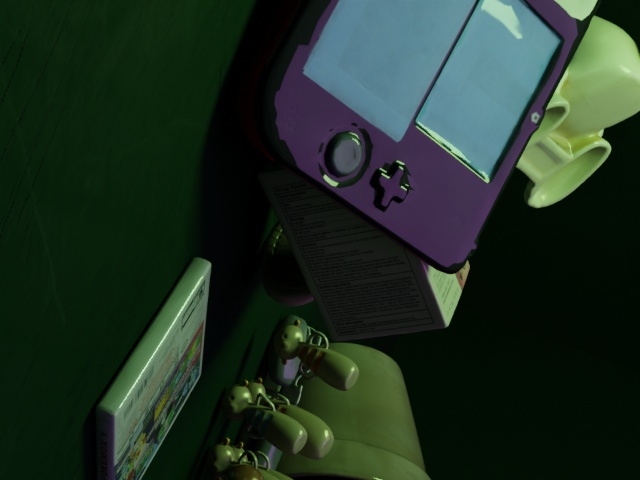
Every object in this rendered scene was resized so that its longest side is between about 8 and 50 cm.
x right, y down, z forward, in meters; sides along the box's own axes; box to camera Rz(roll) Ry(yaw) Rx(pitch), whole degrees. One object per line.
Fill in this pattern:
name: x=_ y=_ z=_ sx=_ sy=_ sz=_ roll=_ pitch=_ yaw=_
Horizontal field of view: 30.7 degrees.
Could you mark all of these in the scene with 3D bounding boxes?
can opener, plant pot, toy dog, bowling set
can opener: x=-0.083 y=0.245 z=1.703 sx=0.095 sy=0.076 sz=0.283 roll=35 pitch=74 yaw=-47
plant pot: x=0.032 y=0.330 z=1.886 sx=0.323 sy=0.323 sz=0.280 roll=98 pitch=-1 yaw=-53
toy dog: x=0.323 y=-0.329 z=1.889 sx=0.395 sy=0.408 sz=0.284 roll=-44 pitch=145 yaw=25
bowling set: x=-0.087 y=0.251 z=1.512 sx=0.200 sy=0.154 sz=0.287 roll=-13 pitch=127 yaw=-56

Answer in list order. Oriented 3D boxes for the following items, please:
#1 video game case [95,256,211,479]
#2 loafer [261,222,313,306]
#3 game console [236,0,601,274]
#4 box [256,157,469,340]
video game case: x=-0.160 y=0.143 z=1.119 sx=0.183 sy=0.023 sz=0.201 roll=101 pitch=13 yaw=-46
loafer: x=0.000 y=0.000 z=1.481 sx=0.268 sy=0.102 sz=0.092 roll=-60 pitch=161 yaw=-46
game console: x=0.118 y=-0.197 z=1.144 sx=0.060 sy=0.342 sz=0.386 roll=22 pitch=-98 yaw=55
box: x=0.054 y=-0.020 z=1.298 sx=0.232 sy=0.149 sz=0.127 roll=67 pitch=30 yaw=-25
